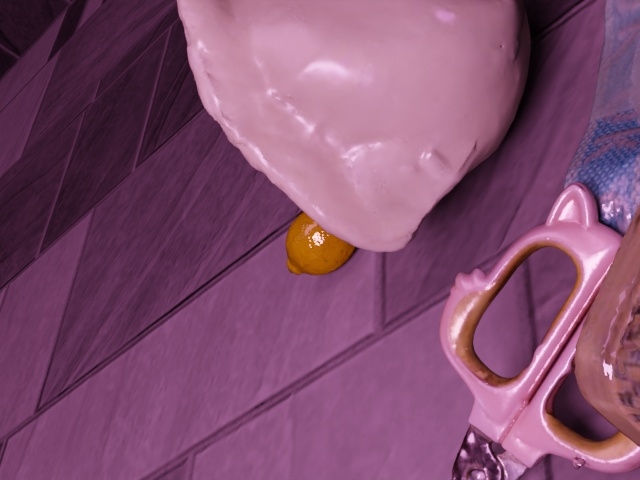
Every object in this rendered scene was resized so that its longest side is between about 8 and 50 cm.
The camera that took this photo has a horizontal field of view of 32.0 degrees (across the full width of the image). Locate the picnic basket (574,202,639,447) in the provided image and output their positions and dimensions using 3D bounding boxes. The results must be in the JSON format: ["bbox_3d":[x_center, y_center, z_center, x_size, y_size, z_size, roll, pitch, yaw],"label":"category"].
[{"bbox_3d":[0.227,0.044,0.377,0.139,0.267,0.165,5,60,54],"label":"picnic basket"}]

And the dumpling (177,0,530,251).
[{"bbox_3d":[0.025,-0.191,0.911,0.233,0.315,0.395,-34,24,46],"label":"dumpling"}]

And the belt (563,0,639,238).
[{"bbox_3d":[0.219,-0.105,0.746,0.072,0.087,0.302,-25,39,46],"label":"belt"}]

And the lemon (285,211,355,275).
[{"bbox_3d":[0.000,0.000,1.011,0.083,0.062,0.062,-48,28,14],"label":"lemon"}]

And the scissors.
[{"bbox_3d":[0.110,0.123,0.674,0.160,0.024,0.317,36,107,27],"label":"scissors"}]
